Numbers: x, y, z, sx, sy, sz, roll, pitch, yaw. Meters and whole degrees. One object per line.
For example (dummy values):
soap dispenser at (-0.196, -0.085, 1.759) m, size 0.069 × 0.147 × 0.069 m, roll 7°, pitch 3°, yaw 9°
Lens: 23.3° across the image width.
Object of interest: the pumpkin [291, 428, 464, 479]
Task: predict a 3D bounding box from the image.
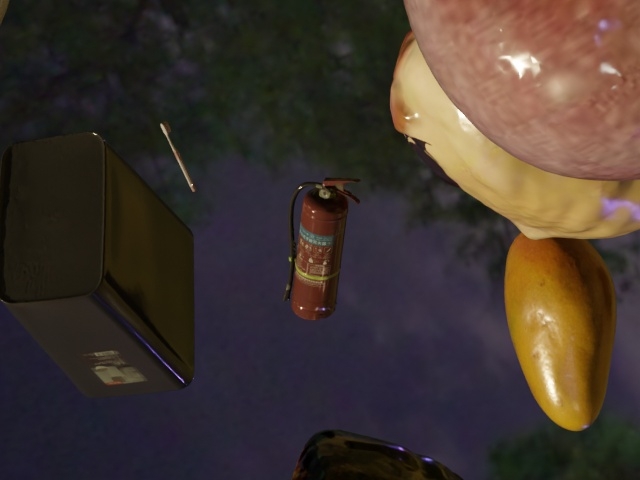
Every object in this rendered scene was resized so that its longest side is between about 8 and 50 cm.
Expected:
pumpkin at (0.051, 0.279, 0.998) m, size 0.325 × 0.232 × 0.242 m, roll 97°, pitch -164°, yaw -66°

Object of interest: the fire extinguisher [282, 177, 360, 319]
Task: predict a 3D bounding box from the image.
fire extinguisher at (0.000, 0.000, 1.218) m, size 0.039 × 0.056 × 0.132 m, roll -56°, pitch -22°, yaw -51°

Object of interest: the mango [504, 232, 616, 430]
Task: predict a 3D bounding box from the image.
mango at (0.286, 0.097, 1.824) m, size 0.113 × 0.138 × 0.253 m, roll 5°, pitch -109°, yaw -43°

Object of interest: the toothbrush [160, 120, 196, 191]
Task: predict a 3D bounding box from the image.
toothbrush at (-0.164, -0.097, 1.803) m, size 0.008 × 0.006 × 0.097 m, roll -42°, pitch -55°, yaw -30°

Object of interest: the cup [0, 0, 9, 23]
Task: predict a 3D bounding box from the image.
cup at (-0.437, -0.200, 1.299) m, size 0.259 × 0.274 × 0.356 m, roll -17°, pitch -66°, yaw -43°

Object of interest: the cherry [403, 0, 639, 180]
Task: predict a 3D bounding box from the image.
cherry at (0.166, -0.162, 0.849) m, size 0.307 × 0.221 × 0.261 m, roll -3°, pitch -97°, yaw -50°

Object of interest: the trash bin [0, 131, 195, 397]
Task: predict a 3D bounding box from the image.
trash bin at (-0.193, 0.023, 1.350) m, size 0.225 × 0.115 × 0.165 m, roll 64°, pitch -157°, yaw -65°

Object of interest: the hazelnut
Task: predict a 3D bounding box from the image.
hazelnut at (0.183, -0.108, 1.255) m, size 0.261 × 0.261 × 0.241 m, roll -37°, pitch -36°, yaw -61°
